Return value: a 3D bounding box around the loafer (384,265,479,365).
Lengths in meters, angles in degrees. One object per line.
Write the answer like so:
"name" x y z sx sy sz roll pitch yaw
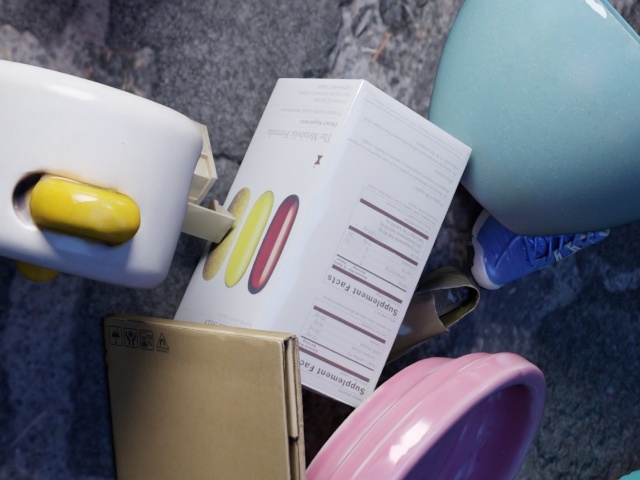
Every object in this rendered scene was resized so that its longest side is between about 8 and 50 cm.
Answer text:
"loafer" 0.089 0.070 1.288 0.148 0.050 0.056 -35 112 -25

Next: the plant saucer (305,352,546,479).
"plant saucer" 0.065 0.226 1.193 0.332 0.084 0.332 -41 152 -27

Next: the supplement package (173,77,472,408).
"supplement package" 0.000 0.000 1.173 0.133 0.139 0.244 28 80 -32

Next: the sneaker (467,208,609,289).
"sneaker" 0.228 -0.021 1.346 0.211 0.081 0.080 -36 112 -26

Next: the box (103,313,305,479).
"box" -0.094 0.147 1.095 0.021 0.201 0.165 -13 103 -49

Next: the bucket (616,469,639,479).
"bucket" 0.384 0.352 1.379 0.281 0.281 0.183 -27 108 -27

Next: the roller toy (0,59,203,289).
"roller toy" -0.190 -0.040 1.016 0.191 0.209 0.146 19 85 -65

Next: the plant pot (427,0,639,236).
"plant pot" 0.212 -0.116 1.242 0.195 0.290 0.290 -42 120 16

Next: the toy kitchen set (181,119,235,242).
"toy kitchen set" -0.111 -0.044 1.164 0.068 0.075 0.083 19 124 -29
